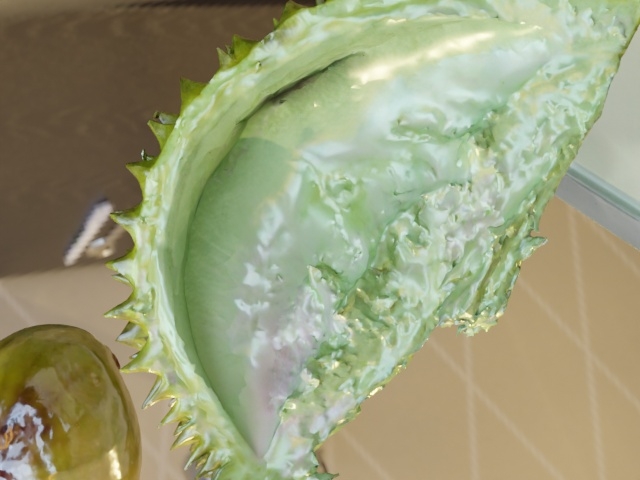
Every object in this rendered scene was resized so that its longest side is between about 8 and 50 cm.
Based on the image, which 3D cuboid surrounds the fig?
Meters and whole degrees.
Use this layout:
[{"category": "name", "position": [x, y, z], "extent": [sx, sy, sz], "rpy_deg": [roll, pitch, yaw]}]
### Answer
[{"category": "fig", "position": [-0.176, 0.129, 0.849], "extent": [0.136, 0.153, 0.121], "rpy_deg": [2, 170, 35]}]

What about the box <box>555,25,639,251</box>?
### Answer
[{"category": "box", "position": [0.178, -0.042, 0.485], "extent": [0.086, 0.225, 0.129], "rpy_deg": [-27, 130, -20]}]

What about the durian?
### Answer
[{"category": "durian", "position": [0.000, 0.000, 0.367], "extent": [0.086, 0.100, 0.215], "rpy_deg": [27, 102, -48]}]
